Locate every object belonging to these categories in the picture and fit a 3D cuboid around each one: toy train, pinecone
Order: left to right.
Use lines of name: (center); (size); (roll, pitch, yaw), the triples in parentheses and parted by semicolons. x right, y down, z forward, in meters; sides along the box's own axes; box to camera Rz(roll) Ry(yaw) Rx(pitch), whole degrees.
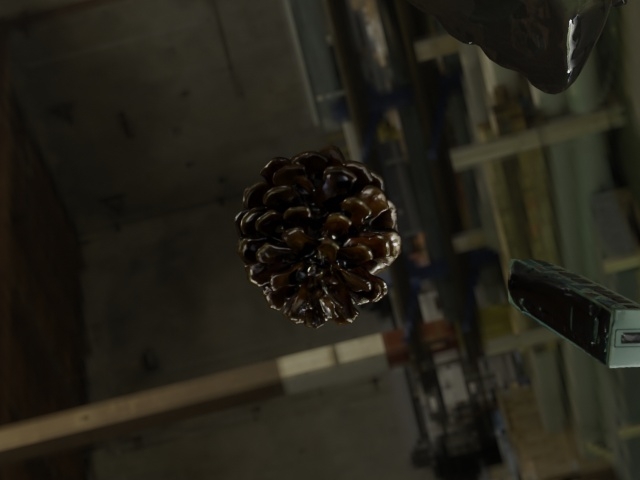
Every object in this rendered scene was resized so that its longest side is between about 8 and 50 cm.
pinecone: (0.000, 0.008, 1.422); (0.165, 0.162, 0.163); (-98, -6, -56)
toy train: (0.188, 0.049, 1.128); (0.207, 0.047, 0.043); (-144, 55, -73)

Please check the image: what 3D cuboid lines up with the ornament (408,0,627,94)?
ornament: (0.138, -0.227, 0.837); (0.251, 0.260, 0.106); (41, 150, 26)
